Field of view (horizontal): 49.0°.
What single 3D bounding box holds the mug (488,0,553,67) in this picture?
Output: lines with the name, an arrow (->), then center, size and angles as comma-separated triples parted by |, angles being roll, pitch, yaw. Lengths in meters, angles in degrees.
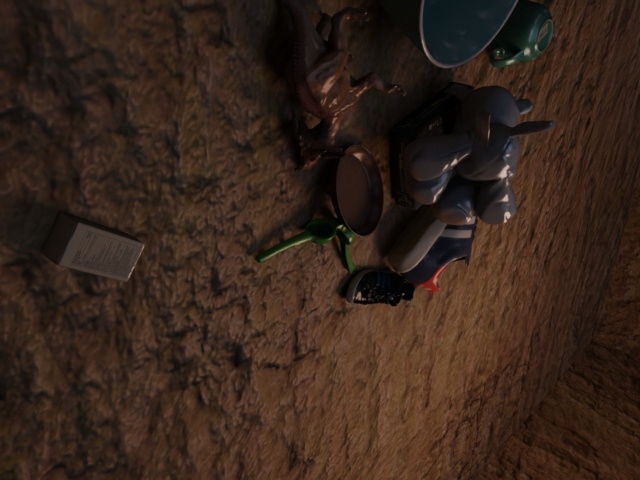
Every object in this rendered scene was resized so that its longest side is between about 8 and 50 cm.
mug -> 0.451, -0.451, 1.562 | 0.129, 0.097, 0.157 | -2, 112, -54

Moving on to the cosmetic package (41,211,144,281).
cosmetic package -> -0.286, 0.010, 0.891 | 0.115, 0.041, 0.060 | 28, 88, -57

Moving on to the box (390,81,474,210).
box -> 0.238, -0.199, 1.464 | 0.233, 0.059, 0.183 | -40, 137, -32

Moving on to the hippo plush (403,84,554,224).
hippo plush -> 0.282, -0.198, 1.342 | 0.294, 0.234, 0.236 | 95, 6, -48

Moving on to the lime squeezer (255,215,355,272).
lime squeezer -> 0.000, 0.000, 1.288 | 0.110, 0.059, 0.310 | -42, 155, 22

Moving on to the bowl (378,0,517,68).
bowl -> 0.199, -0.454, 1.127 | 0.311, 0.163, 0.311 | -37, 147, -29

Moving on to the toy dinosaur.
toy dinosaur -> -0.002, -0.231, 1.064 | 0.200, 0.127, 0.295 | -49, 139, -11

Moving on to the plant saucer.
plant saucer -> 0.064, -0.090, 1.279 | 0.168, 0.029, 0.168 | 5, 84, -56

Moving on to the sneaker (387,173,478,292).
sneaker -> 0.304, -0.035, 1.562 | 0.148, 0.131, 0.350 | 44, 81, -19

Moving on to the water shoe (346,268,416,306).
water shoe -> 0.136, 0.103, 1.501 | 0.203, 0.080, 0.073 | -8, 117, -52
